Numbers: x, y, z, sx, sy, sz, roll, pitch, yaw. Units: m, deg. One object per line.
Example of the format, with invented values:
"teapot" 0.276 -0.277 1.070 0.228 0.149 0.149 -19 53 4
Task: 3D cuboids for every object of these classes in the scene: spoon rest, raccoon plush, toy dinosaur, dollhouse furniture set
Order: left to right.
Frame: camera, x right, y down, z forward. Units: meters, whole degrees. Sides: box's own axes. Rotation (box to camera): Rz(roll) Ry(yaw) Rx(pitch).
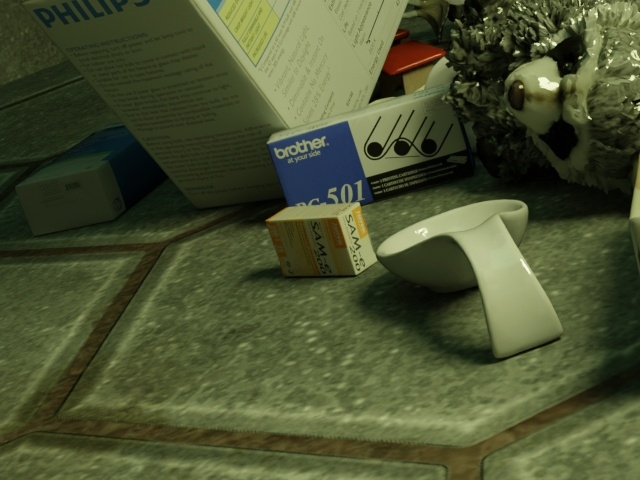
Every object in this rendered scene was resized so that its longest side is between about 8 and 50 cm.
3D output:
"dollhouse furniture set" 0.096 -0.252 1.971 0.262 0.135 0.259 -21 17 -8
"spoon rest" 0.125 0.010 1.196 0.137 0.084 0.276 -20 17 -4
"toy dinosaur" 0.274 -0.371 2.256 0.313 0.121 0.160 3 39 41
"raccoon plush" 0.337 -0.184 1.414 0.446 0.216 0.299 -26 26 -26

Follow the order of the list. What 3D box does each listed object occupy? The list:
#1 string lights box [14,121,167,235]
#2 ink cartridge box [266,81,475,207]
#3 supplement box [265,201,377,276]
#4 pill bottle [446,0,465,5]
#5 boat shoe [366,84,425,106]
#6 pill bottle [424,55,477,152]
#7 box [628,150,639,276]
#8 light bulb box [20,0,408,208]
"string lights box" -0.288 -0.099 1.998 0.133 0.077 0.259 -10 19 26
"ink cartridge box" 0.055 -0.094 1.577 0.207 0.097 0.046 -15 17 12
"supplement box" 0.000 0.000 1.396 0.098 0.062 0.036 -3 21 44
"pill bottle" 0.263 -0.391 1.873 0.264 0.146 0.146 -28 19 -26
"boat shoe" 0.129 -0.135 1.708 0.079 0.084 0.233 37 38 24
"pill bottle" 0.215 -0.193 1.679 0.121 0.121 0.221 -7 20 33
"box" 0.311 -0.028 1.047 0.148 0.121 0.311 -12 17 18
"light bulb box" -0.104 -0.291 1.718 0.225 0.361 0.358 -7 46 34
